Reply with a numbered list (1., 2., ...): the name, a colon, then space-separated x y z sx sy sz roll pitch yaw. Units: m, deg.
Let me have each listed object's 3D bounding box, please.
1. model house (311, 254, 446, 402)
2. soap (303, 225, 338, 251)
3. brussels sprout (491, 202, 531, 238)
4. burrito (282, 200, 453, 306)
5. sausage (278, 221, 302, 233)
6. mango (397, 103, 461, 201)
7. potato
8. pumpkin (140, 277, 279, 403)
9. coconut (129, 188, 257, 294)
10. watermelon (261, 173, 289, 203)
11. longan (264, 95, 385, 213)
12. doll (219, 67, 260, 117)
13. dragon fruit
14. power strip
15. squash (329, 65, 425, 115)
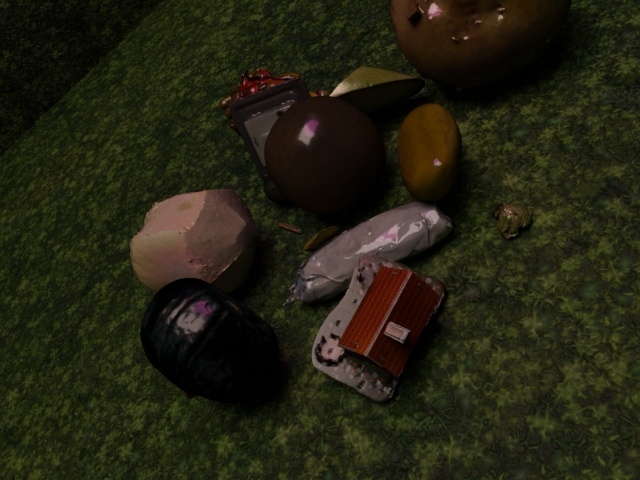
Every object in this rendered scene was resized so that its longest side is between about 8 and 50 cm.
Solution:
1. model house: 0.113 0.150 1.209 0.207 0.154 0.294 26 72 17
2. soap: 0.000 0.000 1.478 0.089 0.168 0.033 -30 87 -6
3. brussels sprout: 0.408 -0.054 1.297 0.085 0.058 0.085 -24 28 14
4. burrito: 0.092 0.033 1.408 0.445 0.101 0.139 -28 48 13
5. sausage: -0.085 -0.035 1.648 0.100 0.015 0.015 20 68 43
6. mango: 0.254 -0.198 1.415 0.142 0.195 0.331 10 41 -1
7. potato: 0.395 -0.563 1.496 0.442 0.385 0.319 -17 61 38
8. pumpkin: -0.248 0.235 1.330 0.315 0.315 0.238 26 82 45
9. coconut: -0.309 0.005 1.572 0.310 0.297 0.297 -13 49 26
10. watermelon: -0.119 -0.153 1.706 0.133 0.105 0.105 -19 46 32
11. longan: 0.007 -0.220 1.542 0.319 0.319 0.319 -19 47 21
12. doll: -0.279 -0.532 2.139 0.209 0.097 0.137 -41 48 6
13. dragon fruit: -0.140 -0.407 1.851 0.307 0.243 0.227 11 101 61
14. power strip: -0.123 -0.311 1.732 0.251 0.257 0.092 -13 22 31
15. squash: 0.161 -0.396 1.648 0.155 0.237 0.204 36 99 15
